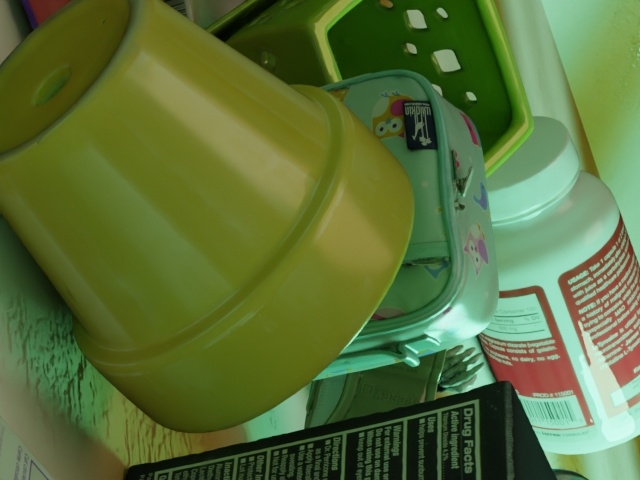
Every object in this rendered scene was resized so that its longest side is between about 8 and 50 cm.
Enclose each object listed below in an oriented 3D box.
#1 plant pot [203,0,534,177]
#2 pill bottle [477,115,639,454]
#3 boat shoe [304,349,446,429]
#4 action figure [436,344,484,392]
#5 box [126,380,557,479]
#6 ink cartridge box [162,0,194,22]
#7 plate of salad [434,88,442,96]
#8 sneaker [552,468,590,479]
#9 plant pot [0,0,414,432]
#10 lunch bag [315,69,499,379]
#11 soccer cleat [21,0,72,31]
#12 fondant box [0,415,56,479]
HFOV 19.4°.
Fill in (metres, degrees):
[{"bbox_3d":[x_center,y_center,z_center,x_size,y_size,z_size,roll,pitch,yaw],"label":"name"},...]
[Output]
[{"bbox_3d":[0.025,-0.139,1.693,0.227,0.207,0.228,-40,117,-38],"label":"plant pot"},{"bbox_3d":[0.298,0.056,2.418,0.229,0.229,0.408,-76,147,-57],"label":"pill bottle"},{"bbox_3d":[0.041,0.158,1.628,0.103,0.113,0.302,172,-61,-82],"label":"boat shoe"},{"bbox_3d":[0.084,0.098,1.879,0.164,0.141,0.276,57,24,-17],"label":"action figure"},{"bbox_3d":[0.022,0.287,1.268,0.296,0.294,0.183,-87,155,-44],"label":"box"},{"bbox_3d":[-0.133,-0.182,1.436,0.179,0.045,0.145,-118,-164,-54],"label":"ink cartridge box"},{"bbox_3d":[0.093,-0.068,1.871,0.048,0.200,0.200,-19,96,-28],"label":"plate of salad"},{"bbox_3d":[0.281,0.392,2.202,0.341,0.125,0.140,70,18,-46],"label":"sneaker"},{"bbox_3d":[-0.105,-0.037,1.275,0.239,0.254,0.254,44,31,-29],"label":"plant pot"},{"bbox_3d":[0.000,0.000,1.461,0.108,0.279,0.224,40,41,-55],"label":"lunch bag"},{"bbox_3d":[-0.193,-0.198,1.396,0.095,0.083,0.248,-167,-123,-83],"label":"soccer cleat"},{"bbox_3d":[-0.177,0.255,1.015,0.238,0.096,0.330,-88,155,-44],"label":"fondant box"}]
